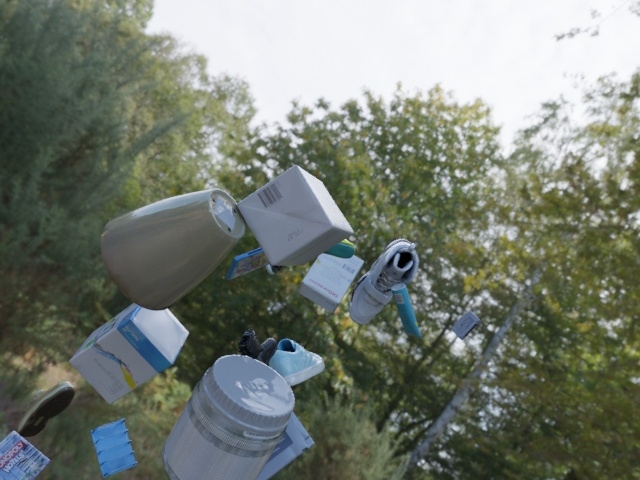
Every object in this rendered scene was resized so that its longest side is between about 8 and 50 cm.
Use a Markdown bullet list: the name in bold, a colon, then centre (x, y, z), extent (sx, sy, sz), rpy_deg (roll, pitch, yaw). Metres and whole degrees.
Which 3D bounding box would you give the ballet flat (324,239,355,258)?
- **ballet flat**: centre (0.000, 0.000, 1.931), extent (0.231, 0.077, 0.077), rpy_deg (17, 23, -24)

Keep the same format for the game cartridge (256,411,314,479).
- **game cartridge**: centre (-0.191, 0.583, 1.758), extent (0.198, 0.297, 0.062), rpy_deg (51, -16, 21)

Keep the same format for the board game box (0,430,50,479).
- **board game box**: centre (-0.915, 0.642, 1.799), extent (0.194, 0.194, 0.060), rpy_deg (42, -58, -4)

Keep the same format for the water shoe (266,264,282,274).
- **water shoe**: centre (-0.149, 0.061, 2.417), extent (0.080, 0.203, 0.072), rpy_deg (-14, -67, 25)

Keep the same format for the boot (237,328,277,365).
- **boot**: centre (-0.162, 0.268, 1.596), extent (0.045, 0.121, 0.099), rpy_deg (-11, -59, 30)

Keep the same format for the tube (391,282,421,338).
- **tube**: centre (0.301, 0.251, 2.194), extent (0.080, 0.052, 0.207), rpy_deg (16, -51, 58)

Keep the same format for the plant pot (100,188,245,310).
- **plant pot**: centre (-0.322, -0.003, 1.464), extent (0.274, 0.256, 0.256), rpy_deg (-27, -58, 23)

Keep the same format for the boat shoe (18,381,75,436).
- **boat shoe**: centre (-0.646, 0.377, 1.451), extent (0.068, 0.190, 0.072), rpy_deg (30, 24, -50)

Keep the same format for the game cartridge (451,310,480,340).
- **game cartridge**: centre (0.438, 0.255, 1.879), extent (0.017, 0.083, 0.056), rpy_deg (34, 11, -42)

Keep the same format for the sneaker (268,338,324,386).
- **sneaker**: centre (-0.081, 0.408, 2.174), extent (0.366, 0.135, 0.150), rpy_deg (8, 68, -78)

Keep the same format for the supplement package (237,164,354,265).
- **supplement package**: centre (-0.054, -0.052, 1.570), extent (0.175, 0.178, 0.293), rpy_deg (59, 9, 9)

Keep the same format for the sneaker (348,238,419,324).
- **sneaker**: centre (0.230, 0.149, 2.263), extent (0.137, 0.365, 0.210), rpy_deg (35, -4, -1)

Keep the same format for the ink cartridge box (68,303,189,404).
- **ink cartridge box**: centre (-0.604, 0.340, 1.982), extent (0.197, 0.270, 0.198), rpy_deg (52, 15, -15)

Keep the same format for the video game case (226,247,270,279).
- **video game case**: centre (-0.197, 0.059, 1.873), extent (0.015, 0.166, 0.119), rpy_deg (58, -33, 19)

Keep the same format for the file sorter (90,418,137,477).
- **file sorter**: centre (-0.730, 0.734, 2.210), extent (0.104, 0.118, 0.170), rpy_deg (-45, -117, 57)

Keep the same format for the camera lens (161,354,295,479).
- **camera lens**: centre (-0.205, 0.421, 1.373), extent (0.220, 0.274, 0.219), rpy_deg (27, 17, -9)

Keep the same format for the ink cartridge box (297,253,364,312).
- **ink cartridge box**: centre (0.038, 0.133, 2.264), extent (0.154, 0.212, 0.093), rpy_deg (31, -35, 5)
